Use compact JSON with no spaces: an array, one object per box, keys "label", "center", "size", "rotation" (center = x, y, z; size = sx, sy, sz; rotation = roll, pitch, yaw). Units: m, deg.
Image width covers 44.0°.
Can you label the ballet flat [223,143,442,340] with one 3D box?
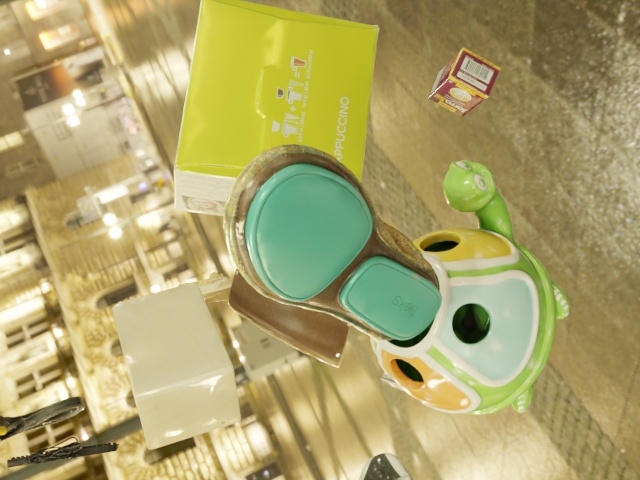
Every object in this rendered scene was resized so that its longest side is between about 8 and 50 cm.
[{"label":"ballet flat","center":[0.000,0.000,0.689],"size":[0.348,0.123,0.123],"rotation":[37,-160,-56]}]

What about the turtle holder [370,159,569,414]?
[{"label":"turtle holder","center":[0.200,0.078,1.083],"size":[0.227,0.320,0.243],"rotation":[20,-161,-45]}]

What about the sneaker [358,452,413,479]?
[{"label":"sneaker","center":[0.138,0.486,1.297],"size":[0.118,0.110,0.292],"rotation":[-11,-95,-75]}]

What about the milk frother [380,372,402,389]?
[{"label":"milk frother","center":[0.234,0.299,1.884],"size":[0.143,0.135,0.129],"rotation":[19,165,16]}]

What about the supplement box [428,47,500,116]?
[{"label":"supplement box","center":[0.175,-0.192,0.969],"size":[0.055,0.043,0.083],"rotation":[27,168,-6]}]

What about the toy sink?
[{"label":"toy sink","center":[-0.238,0.201,1.290],"size":[0.234,0.152,0.131],"rotation":[-127,27,-51]}]

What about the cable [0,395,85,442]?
[{"label":"cable","center":[-0.594,0.375,1.525],"size":[0.139,0.287,0.072],"rotation":[-51,58,30]}]

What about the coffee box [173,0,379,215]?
[{"label":"coffee box","center":[-0.095,-0.231,1.552],"size":[0.334,0.338,0.338],"rotation":[135,143,-76]}]

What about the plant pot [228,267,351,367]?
[{"label":"plant pot","center":[-0.048,0.105,1.483],"size":[0.215,0.230,0.216],"rotation":[15,-90,-87]}]

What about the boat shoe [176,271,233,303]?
[{"label":"boat shoe","center":[-0.222,0.094,1.664],"size":[0.063,0.170,0.059],"rotation":[110,143,-59]}]

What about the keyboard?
[{"label":"keyboard","center":[-0.462,0.375,1.429],"size":[0.100,0.192,0.038],"rotation":[144,119,-72]}]
